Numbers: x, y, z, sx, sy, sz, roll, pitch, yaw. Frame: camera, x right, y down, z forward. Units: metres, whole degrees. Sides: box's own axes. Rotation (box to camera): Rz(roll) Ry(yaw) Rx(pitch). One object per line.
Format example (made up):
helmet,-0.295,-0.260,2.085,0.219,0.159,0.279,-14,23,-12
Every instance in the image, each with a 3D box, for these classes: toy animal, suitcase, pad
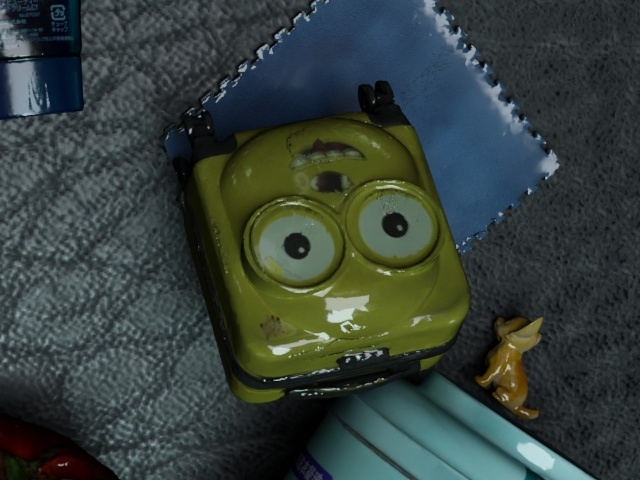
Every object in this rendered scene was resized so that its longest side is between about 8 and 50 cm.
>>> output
toy animal,0.179,0.108,1.385,0.081,0.060,0.083,38,88,19
suitcase,0.000,0.000,1.202,0.194,0.143,0.234,-11,66,-16
pad,0.040,-0.074,1.326,0.270,0.012,0.269,-41,110,-7

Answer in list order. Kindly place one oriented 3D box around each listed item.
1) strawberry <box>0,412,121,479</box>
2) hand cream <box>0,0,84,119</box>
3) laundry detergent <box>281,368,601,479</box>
strawberry,-0.268,0.259,1.186,0.274,0.274,0.220,-3,134,-18
hand cream,-0.236,-0.228,1.185,0.120,0.061,0.270,-7,98,-18
laundry detergent,0.079,0.278,1.262,0.287,0.287,0.305,34,89,-21
